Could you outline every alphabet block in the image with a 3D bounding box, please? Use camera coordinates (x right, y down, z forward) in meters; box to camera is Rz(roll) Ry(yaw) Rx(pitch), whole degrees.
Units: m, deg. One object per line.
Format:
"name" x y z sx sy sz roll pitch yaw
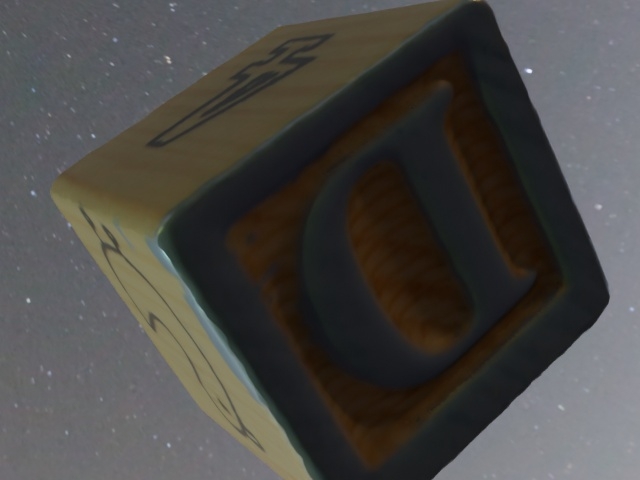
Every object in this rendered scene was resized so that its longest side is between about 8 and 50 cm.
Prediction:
"alphabet block" 0.000 0.000 0.470 0.193 0.197 0.192 -37 -67 -19
